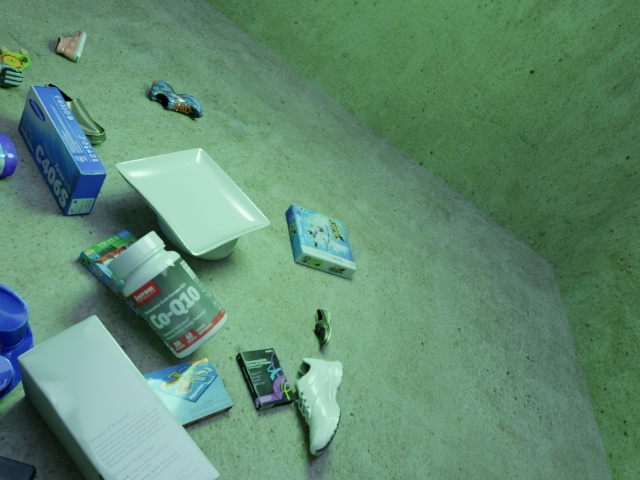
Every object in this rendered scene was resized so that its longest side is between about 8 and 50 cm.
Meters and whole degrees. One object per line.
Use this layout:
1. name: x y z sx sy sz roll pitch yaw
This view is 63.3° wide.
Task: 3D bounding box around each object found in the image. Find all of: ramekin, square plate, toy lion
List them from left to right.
1. toy lion: -0.991 -0.582 1.683 0.100 0.034 0.096 -14 67 -53
2. square plate: -0.361 -0.117 1.504 0.347 0.049 0.344 46 34 10
3. ramekin: -0.359 -0.079 1.626 0.273 0.127 0.273 27 34 -21

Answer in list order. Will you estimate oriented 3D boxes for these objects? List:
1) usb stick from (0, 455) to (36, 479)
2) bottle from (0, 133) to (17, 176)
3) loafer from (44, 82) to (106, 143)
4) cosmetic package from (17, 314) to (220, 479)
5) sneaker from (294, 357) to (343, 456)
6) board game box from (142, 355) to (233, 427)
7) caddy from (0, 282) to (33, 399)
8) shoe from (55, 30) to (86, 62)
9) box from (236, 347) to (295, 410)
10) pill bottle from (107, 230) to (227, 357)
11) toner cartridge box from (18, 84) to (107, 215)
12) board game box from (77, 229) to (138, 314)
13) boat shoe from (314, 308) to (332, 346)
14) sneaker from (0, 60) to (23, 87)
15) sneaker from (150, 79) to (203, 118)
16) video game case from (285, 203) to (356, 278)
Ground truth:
1. usb stick: -0.625 0.374 0.868 0.278 0.045 0.077 28 35 -18
2. bottle: -0.903 -0.213 1.257 0.283 0.092 0.118 -6 55 -49
3. loafer: -0.776 -0.396 1.618 0.251 0.087 0.094 36 32 -6
4. cosmetic package: -0.380 0.355 0.963 0.385 0.217 0.156 45 50 12
5. sneaker: -0.014 0.440 1.394 0.129 0.111 0.297 16 32 -8
6. board game box: -0.345 0.363 1.189 0.281 0.027 0.145 -5 55 -49
7. caddy: -0.694 0.180 0.919 0.341 0.179 0.241 18 62 -31
8. shoe: -0.917 -0.730 1.906 0.081 0.063 0.178 22 40 -35
9. box: -0.147 0.367 1.389 0.116 0.029 0.162 3 46 -44
10. pill bottle: -0.372 0.129 1.262 0.283 0.161 0.161 53 31 -9
11. toner cartridge box: -0.716 -0.249 1.429 0.075 0.165 0.348 -10 56 -51
12. board game box: -0.498 0.079 1.369 0.211 0.039 0.160 43 32 2
13. boat shoe: 0.005 0.275 1.643 0.049 0.056 0.152 25 25 -14
14. sneaker: -1.020 -0.516 1.548 0.224 0.083 0.098 9 22 -46
15. sneaker: -0.568 -0.536 2.034 0.221 0.083 0.087 25 48 -14
16. video game case: 0.000 0.000 1.964 0.244 0.061 0.269 20 37 -31
